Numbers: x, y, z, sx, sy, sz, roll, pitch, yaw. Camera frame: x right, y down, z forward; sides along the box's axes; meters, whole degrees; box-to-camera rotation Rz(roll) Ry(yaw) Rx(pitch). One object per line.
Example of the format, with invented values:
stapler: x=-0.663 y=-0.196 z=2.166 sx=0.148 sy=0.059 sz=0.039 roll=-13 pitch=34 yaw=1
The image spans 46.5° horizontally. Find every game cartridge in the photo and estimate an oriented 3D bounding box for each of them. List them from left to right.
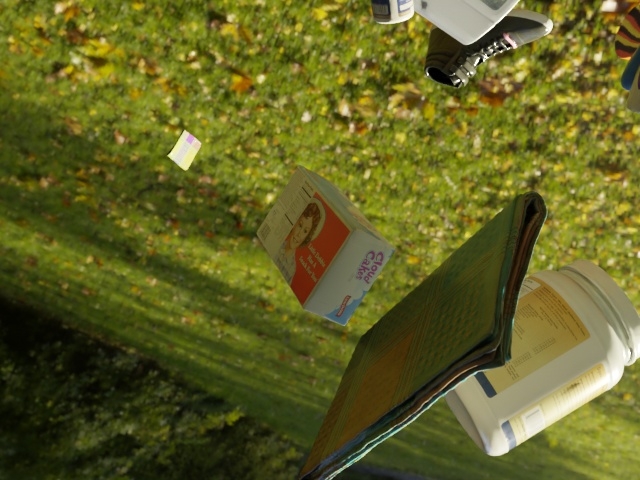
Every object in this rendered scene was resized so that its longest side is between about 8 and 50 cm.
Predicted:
game cartridge: x=0.283 y=-0.495 z=1.272 sx=0.196 sy=0.060 sz=0.294 roll=26 pitch=114 yaw=-23

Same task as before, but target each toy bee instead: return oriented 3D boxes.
toy bee: x=0.626 y=-0.376 z=1.179 sx=0.298 sy=0.162 sz=0.195 roll=4 pitch=-173 yaw=27

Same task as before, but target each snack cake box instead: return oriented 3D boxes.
snack cake box: x=0.000 y=0.000 z=1.231 sx=0.089 sy=0.152 sz=0.264 roll=26 pitch=-165 yaw=-31

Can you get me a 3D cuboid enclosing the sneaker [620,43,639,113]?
sneaker: x=0.289 y=-0.204 z=0.525 sx=0.323 sy=0.236 sz=0.130 roll=31 pitch=-171 yaw=-34

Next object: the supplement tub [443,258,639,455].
supplement tub: x=0.358 y=0.191 z=1.261 sx=0.228 sy=0.316 sz=0.228 roll=60 pitch=175 yaw=8

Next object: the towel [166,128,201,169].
towel: x=-0.250 y=-0.166 z=1.367 sx=0.009 sy=0.060 sz=0.083 roll=29 pitch=176 yaw=18

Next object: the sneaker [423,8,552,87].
sneaker: x=0.350 y=-0.404 z=1.603 sx=0.296 sy=0.146 sz=0.105 roll=5 pitch=160 yaw=42

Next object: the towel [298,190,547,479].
towel: x=0.115 y=0.122 z=0.870 sx=0.040 sy=0.271 sz=0.370 roll=36 pitch=133 yaw=-5

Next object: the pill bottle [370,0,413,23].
pill bottle: x=0.108 y=-0.407 z=1.162 sx=0.067 sy=0.067 sz=0.120 roll=8 pitch=128 yaw=26
